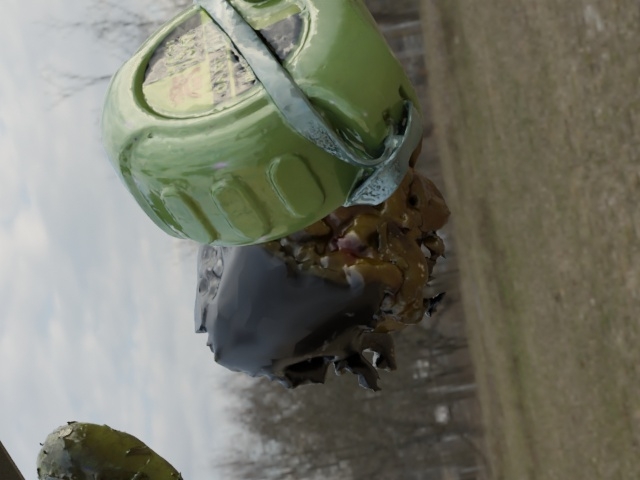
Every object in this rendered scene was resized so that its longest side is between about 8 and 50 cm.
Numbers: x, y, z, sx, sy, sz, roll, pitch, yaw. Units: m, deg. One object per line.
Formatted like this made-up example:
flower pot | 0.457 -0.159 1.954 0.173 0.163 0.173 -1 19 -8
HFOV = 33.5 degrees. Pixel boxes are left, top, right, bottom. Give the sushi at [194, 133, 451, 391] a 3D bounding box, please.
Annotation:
sushi | 0.006 0.001 0.916 0.213 0.200 0.204 -109 36 -54

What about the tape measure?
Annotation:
tape measure | -0.028 -0.066 0.512 0.177 0.154 0.087 -110 -7 -50

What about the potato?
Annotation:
potato | -0.252 0.304 1.331 0.117 0.226 0.090 -64 -9 -3

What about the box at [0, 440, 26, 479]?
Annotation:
box | -0.450 0.334 1.096 0.047 0.325 0.180 20 140 39
